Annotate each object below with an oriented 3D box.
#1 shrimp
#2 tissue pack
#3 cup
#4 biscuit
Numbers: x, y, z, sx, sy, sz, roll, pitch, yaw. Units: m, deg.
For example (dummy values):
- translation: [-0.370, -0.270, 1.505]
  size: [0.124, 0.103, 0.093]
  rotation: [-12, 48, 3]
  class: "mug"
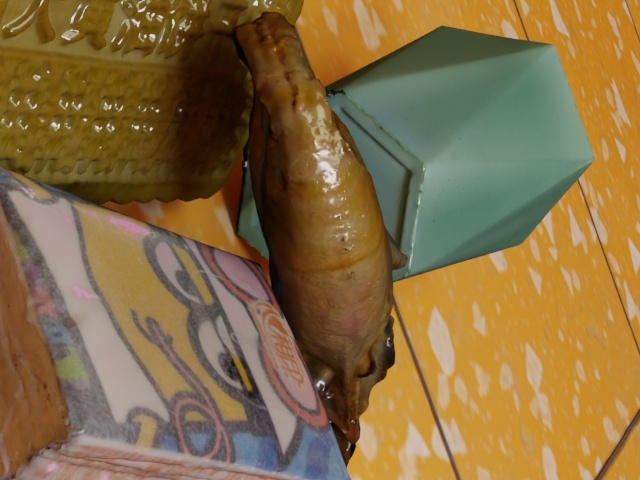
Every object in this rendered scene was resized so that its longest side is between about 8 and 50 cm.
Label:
- translation: [0.007, 0.006, 0.632]
  size: [0.262, 0.066, 0.117]
  rotation: [84, -3, -53]
  class: "shrimp"
- translation: [-0.068, 0.046, 0.511]
  size: [0.155, 0.065, 0.115]
  rotation: [21, 37, -50]
  class: "tissue pack"
- translation: [0.053, -0.048, 0.777]
  size: [0.236, 0.134, 0.148]
  rotation: [-21, 89, -63]
  class: "cup"
- translation: [-0.077, -0.090, 0.543]
  size: [0.254, 0.029, 0.172]
  rotation: [-6, 122, -63]
  class: "biscuit"
